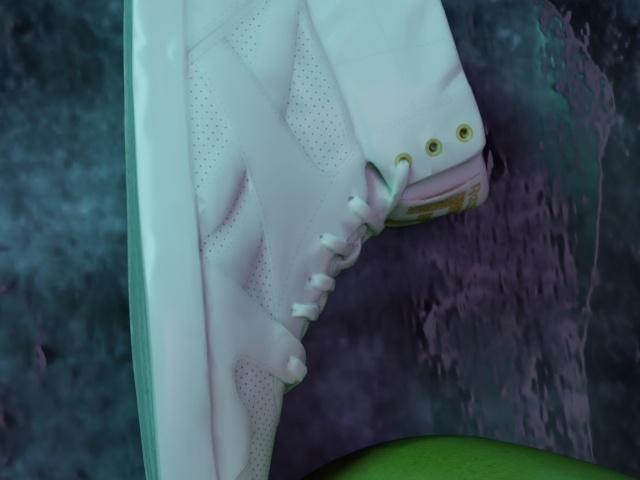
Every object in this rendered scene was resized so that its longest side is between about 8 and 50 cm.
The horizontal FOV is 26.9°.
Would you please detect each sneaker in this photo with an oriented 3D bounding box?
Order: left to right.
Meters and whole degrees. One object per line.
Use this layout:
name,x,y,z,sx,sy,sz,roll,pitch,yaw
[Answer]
sneaker,0.000,0.000,0.587,0.169,0.108,0.293,1,77,-13

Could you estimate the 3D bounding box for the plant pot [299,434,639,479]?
plant pot,0.101,0.199,0.477,0.274,0.293,0.275,3,78,-15
